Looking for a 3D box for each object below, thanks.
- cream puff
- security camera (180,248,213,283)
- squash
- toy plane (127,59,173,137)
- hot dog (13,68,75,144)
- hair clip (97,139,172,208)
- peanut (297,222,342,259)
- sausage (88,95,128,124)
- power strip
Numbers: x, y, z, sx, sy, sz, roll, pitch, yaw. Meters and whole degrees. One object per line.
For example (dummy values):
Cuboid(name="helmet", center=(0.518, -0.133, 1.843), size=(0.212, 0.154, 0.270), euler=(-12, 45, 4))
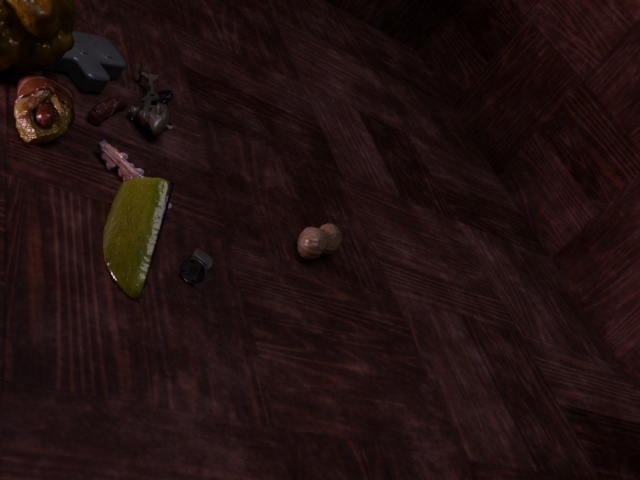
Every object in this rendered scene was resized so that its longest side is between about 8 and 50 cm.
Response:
Cuboid(name="cream puff", center=(-0.687, -0.468, 1.675), size=(0.324, 0.291, 0.257), euler=(47, 49, -26))
Cuboid(name="security camera", center=(-0.251, 0.051, 1.666), size=(0.058, 0.058, 0.092), euler=(38, 15, -2))
Cuboid(name="squash", center=(-0.383, 0.006, 1.595), size=(0.093, 0.169, 0.252), euler=(22, 66, -25))
Cuboid(name="toy plane", center=(-0.420, -0.347, 2.010), size=(0.108, 0.092, 0.286), euler=(2, 41, -12))
Cuboid(name="hot dog", center=(-0.583, -0.298, 1.721), size=(0.123, 0.093, 0.261), euler=(20, 33, -33))
Cuboid(name="hair clip", center=(-0.401, -0.138, 1.755), size=(0.214, 0.056, 0.062), euler=(37, 43, 13))
Cuboid(name="peanut", center=(0.000, 0.000, 2.002), size=(0.082, 0.082, 0.187), euler=(48, 28, 16))
Cuboid(name="sausage", center=(-0.499, -0.309, 1.903), size=(0.036, 0.042, 0.158), euler=(3, 23, 13))
Cuboid(name="power strip", center=(-0.584, -0.436, 1.959), size=(0.265, 0.059, 0.193), euler=(-5, 50, -54))
